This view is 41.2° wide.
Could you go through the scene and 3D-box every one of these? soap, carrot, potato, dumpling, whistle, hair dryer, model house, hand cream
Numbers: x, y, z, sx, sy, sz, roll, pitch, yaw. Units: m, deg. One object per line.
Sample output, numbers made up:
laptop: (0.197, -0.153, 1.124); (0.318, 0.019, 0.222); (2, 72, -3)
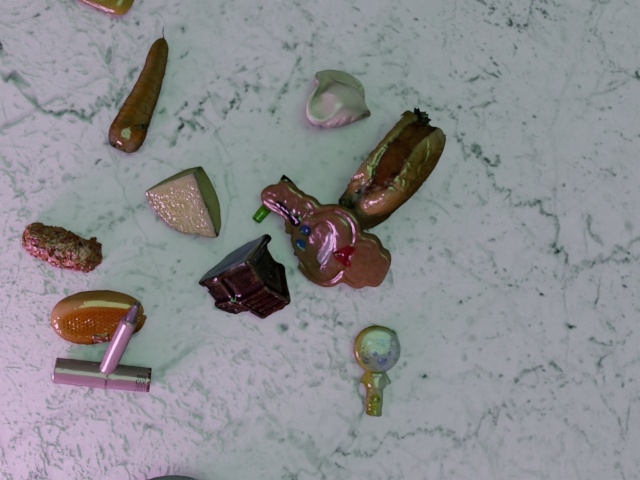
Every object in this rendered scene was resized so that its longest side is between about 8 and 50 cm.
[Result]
soap: (-0.468, -0.539, 1.830); (0.140, 0.045, 0.089); (22, 76, -9)
carrot: (-0.373, -0.326, 1.820); (0.078, 0.078, 0.298); (20, 75, -10)
potato: (-0.286, -0.071, 1.819); (0.120, 0.081, 0.149); (-16, 105, 15)
dumpling: (0.030, -0.321, 1.896); (0.169, 0.100, 0.134); (-18, 84, -16)
whistle: (0.122, 0.285, 1.874); (0.104, 0.057, 0.199); (2, 90, -5)
hair dryer: (-0.424, 0.208, 1.687); (0.195, 0.054, 0.220); (7, 125, -13)
model house: (-0.150, 0.097, 1.814); (0.165, 0.106, 0.152); (-28, 104, 20)
hand cream: (-0.104, -0.090, 1.875); (0.036, 0.023, 0.122); (40, 76, -8)

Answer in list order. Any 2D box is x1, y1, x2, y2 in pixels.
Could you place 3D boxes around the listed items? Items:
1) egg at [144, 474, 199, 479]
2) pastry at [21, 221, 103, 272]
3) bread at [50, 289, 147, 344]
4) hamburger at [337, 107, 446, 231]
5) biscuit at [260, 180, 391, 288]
egg: (-0.303, 0.549, 1.677); (0.230, 0.168, 0.168); (-2, 84, -8)
pastry: (-0.528, 0.013, 1.741); (0.169, 0.063, 0.087); (16, 77, -10)
bread: (-0.450, 0.153, 1.731); (0.189, 0.077, 0.114); (-4, 106, -12)
hamburger: (0.165, -0.159, 1.854); (0.132, 0.211, 0.309); (40, 78, -1)
biscuit: (0.003, -0.007, 1.830); (0.183, 0.047, 0.320); (-41, 94, 23)
